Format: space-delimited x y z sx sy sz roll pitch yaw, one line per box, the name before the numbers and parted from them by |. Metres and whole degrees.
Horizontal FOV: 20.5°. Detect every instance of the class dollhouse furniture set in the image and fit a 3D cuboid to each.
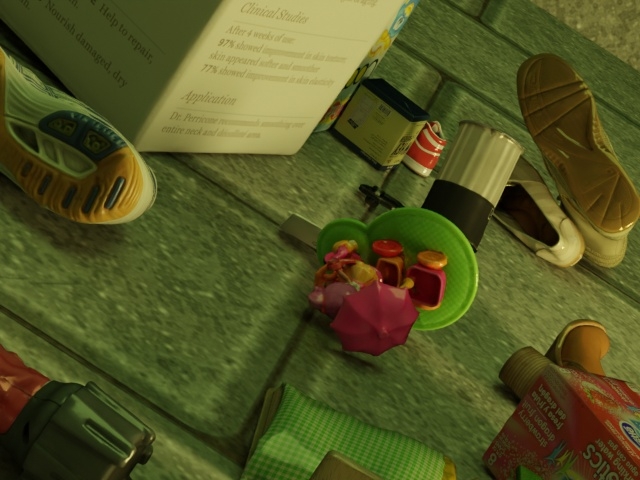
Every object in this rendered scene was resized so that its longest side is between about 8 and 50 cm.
dollhouse furniture set | 0.060 0.171 1.339 0.197 0.151 0.301 31 20 -6

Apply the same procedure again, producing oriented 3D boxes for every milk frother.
milk frother | 0.138 -0.075 2.058 0.143 0.135 0.129 29 -11 -18

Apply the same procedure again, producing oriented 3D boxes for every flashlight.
flashlight | -0.249 0.067 1.185 0.304 0.103 0.103 36 19 9

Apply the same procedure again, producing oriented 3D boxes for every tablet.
tablet | 0.000 0.000 1.818 0.083 0.006 0.054 31 -22 -8

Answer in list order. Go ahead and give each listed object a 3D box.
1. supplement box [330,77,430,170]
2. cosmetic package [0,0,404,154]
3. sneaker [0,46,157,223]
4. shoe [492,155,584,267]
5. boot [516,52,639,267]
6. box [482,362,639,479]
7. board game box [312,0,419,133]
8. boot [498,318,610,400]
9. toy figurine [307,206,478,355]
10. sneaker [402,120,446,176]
supplement box | 0.074 -0.144 2.198 0.083 0.083 0.056 39 21 17
cosmetic package | -0.107 -0.340 1.907 0.327 0.394 0.329 45 22 22
sneaker | -0.276 -0.105 1.585 0.296 0.112 0.131 38 3 10
shoe | 0.256 -0.053 2.274 0.058 0.076 0.219 16 28 -51
boot | 0.332 -0.100 2.309 0.262 0.095 0.203 62 -2 18
box | 0.274 0.238 1.552 0.128 0.123 0.257 16 26 -40
board game box | 0.013 -0.279 2.136 0.144 0.275 0.142 38 20 12
boot | 0.285 0.163 1.829 0.152 0.073 0.197 40 33 22
toy figurine | 0.046 0.047 1.701 0.173 0.130 0.159 16 24 19
sneaker | 0.109 -0.142 2.270 0.118 0.067 0.042 39 20 15
